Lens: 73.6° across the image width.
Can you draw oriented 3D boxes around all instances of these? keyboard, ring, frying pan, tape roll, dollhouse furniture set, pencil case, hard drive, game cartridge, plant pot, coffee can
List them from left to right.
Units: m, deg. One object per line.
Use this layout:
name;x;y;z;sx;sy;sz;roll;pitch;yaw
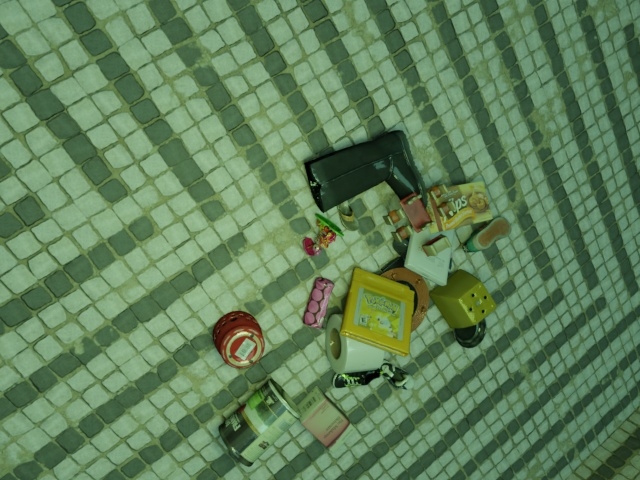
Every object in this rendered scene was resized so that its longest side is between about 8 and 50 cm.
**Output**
plant pot;-0.315;0.388;1.664;0.191;0.174;0.191;-3;99;-18
coffee can;-0.242;0.732;1.735;0.275;0.201;0.201;-41;111;-10
pencil case;-0.003;0.263;1.796;0.095;0.098;0.209;13;94;-22
tape roll;0.139;0.427;1.799;0.169;0.246;0.246;1;99;-20
game cartridge;0.242;0.285;1.756;0.285;0.053;0.324;20;50;-5
ring;0.354;0.289;1.936;0.336;0.032;0.337;-3;99;-21
keyboard;0.363;0.248;1.966;0.201;0.033;0.317;-36;109;-12
dollhouse furniture set;0.414;-0.067;1.735;0.262;0.135;0.259;-30;96;-4
hard drive;0.483;0.013;1.875;0.210;0.040;0.319;27;61;-17
plant pot;0.675;0.280;1.980;0.212;0.187;0.212;-35;97;-11
frying pan;0.719;0.368;2.108;0.197;0.053;0.326;-14;94;-19

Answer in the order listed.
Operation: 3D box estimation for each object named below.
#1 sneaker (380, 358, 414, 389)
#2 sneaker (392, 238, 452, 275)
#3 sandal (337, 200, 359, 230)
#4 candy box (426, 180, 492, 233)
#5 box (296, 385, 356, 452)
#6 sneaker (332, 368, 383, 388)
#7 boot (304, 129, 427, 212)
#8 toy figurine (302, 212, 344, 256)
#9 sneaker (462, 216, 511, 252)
sneaker;0.373;0.645;1.973;0.094;0.153;0.235;-47;111;-5
sneaker;0.465;0.044;1.943;0.319;0.112;0.131;30;65;-20
sandal;0.113;-0.117;1.796;0.072;0.049;0.180;-27;107;-15
candy box;0.610;-0.150;1.905;0.316;0.087;0.183;-12;87;-28
box;0.019;0.785;1.881;0.148;0.127;0.232;-44;111;-9
sneaker;0.166;0.607;1.913;0.234;0.097;0.084;-19;105;-9
boot;0.189;-0.216;1.740;0.445;0.146;0.367;-25;95;-22
toy figurine;0.000;0.000;1.730;0.130;0.173;0.159;25;104;-39
sneaker;0.790;-0.026;2.046;0.302;0.121;0.108;-23;85;-34
